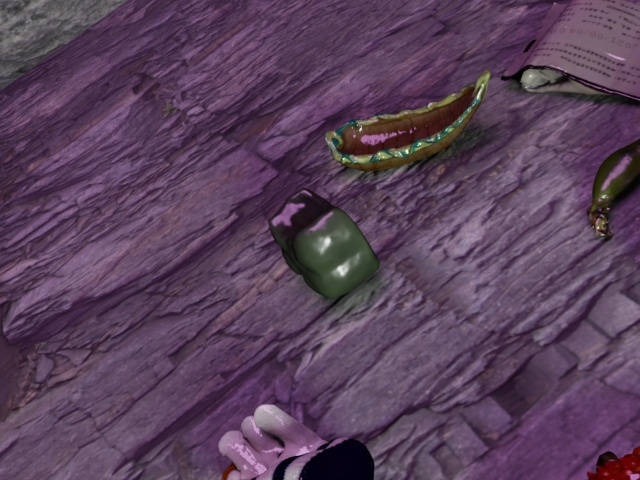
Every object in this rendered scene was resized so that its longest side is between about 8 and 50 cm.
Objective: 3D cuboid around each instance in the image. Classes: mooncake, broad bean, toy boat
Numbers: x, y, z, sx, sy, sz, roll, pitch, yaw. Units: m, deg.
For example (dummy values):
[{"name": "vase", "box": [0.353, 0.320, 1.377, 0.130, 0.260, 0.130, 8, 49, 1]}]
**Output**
[{"name": "mooncake", "box": [0.000, 0.000, 1.264, 0.104, 0.175, 0.168, -33, 81, -9]}, {"name": "broad bean", "box": [0.482, -0.100, 1.168, 0.292, 0.049, 0.144, -20, 47, 16]}, {"name": "toy boat", "box": [0.150, -0.180, 1.423, 0.293, 0.099, 0.108, -18, 40, 26]}]

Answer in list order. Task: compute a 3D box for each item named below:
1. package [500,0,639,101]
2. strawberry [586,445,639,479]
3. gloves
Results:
[{"name": "package", "box": [0.433, -0.307, 1.409, 0.251, 0.062, 0.204, 19, 60, 39]}, {"name": "strawberry", "box": [0.315, 0.256, 0.818, 0.233, 0.138, 0.306, 19, 61, 45]}, {"name": "gloves", "box": [-0.041, 0.278, 1.043, 0.218, 0.131, 0.140, -30, 27, 55]}]
